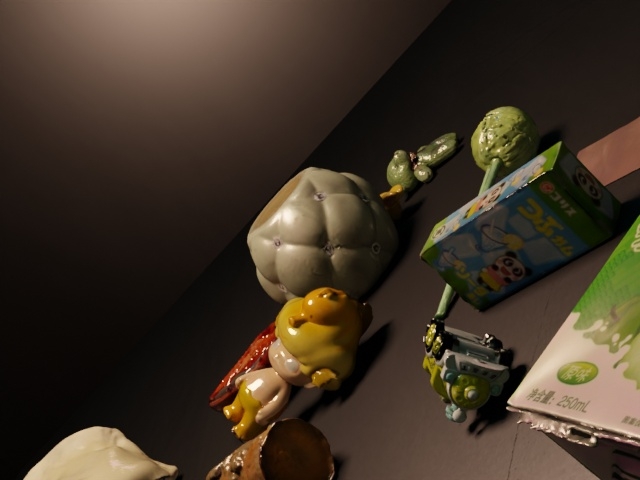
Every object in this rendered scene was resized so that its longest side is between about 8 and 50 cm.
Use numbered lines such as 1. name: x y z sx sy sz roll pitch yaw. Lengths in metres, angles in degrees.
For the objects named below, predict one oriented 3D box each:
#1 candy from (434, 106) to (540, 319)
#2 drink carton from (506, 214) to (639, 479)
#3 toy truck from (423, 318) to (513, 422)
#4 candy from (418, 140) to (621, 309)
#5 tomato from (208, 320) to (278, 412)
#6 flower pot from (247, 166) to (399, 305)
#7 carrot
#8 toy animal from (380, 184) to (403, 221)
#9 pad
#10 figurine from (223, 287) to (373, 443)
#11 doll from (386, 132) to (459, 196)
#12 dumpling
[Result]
1. candy: 0.204 -0.040 1.098 0.093 0.092 0.335 8 57 32
2. drink carton: 0.252 0.042 0.517 0.271 0.108 0.161 -50 14 -13
3. toy truck: 0.133 0.126 0.807 0.111 0.076 0.077 -97 25 -78
4. candy: 0.205 -0.009 0.896 0.194 0.097 0.062 -37 13 44
5. tomato: -0.088 0.207 1.328 0.166 0.082 0.174 -51 6 -31
6. flower pot: 0.000 0.000 1.392 0.246 0.195 0.246 -46 10 11
7. carrot: -0.083 0.297 1.029 0.263 0.102 0.102 -45 10 48
8. toy animal: 0.104 -0.052 1.487 0.083 0.070 0.159 -61 15 -26
9. pad: 0.337 -0.103 0.936 0.188 0.006 0.113 -33 18 53
10. figurine: -0.030 0.166 1.153 0.246 0.131 0.156 -46 46 9
11. doll: 0.180 -0.148 1.532 0.150 0.077 0.115 -32 27 21
12. dumpling: -0.390 0.429 1.371 0.318 0.243 0.187 -43 -24 -36
